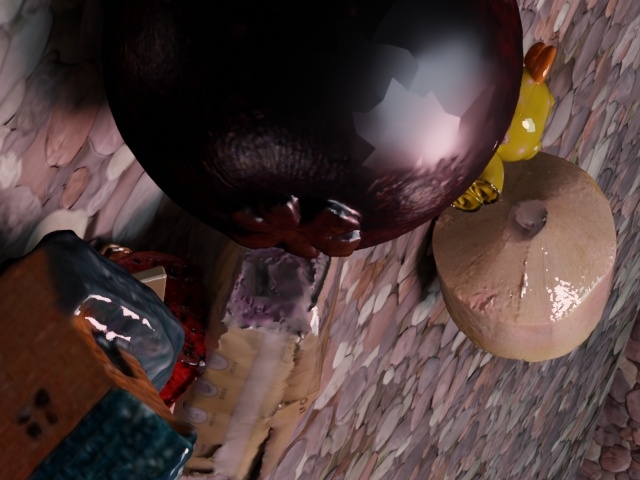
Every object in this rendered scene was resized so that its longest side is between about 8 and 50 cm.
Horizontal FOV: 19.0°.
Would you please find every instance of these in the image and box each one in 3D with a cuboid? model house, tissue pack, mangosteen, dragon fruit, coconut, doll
[{"bbox_3d":[-0.165,0.183,1.309,0.253,0.291,0.184,-45,139,5],"label":"model house"},{"bbox_3d":[-0.049,0.072,1.689,0.256,0.123,0.215,114,-8,-50],"label":"tissue pack"},{"bbox_3d":[-0.005,-0.160,1.371,0.307,0.307,0.347,76,16,-64],"label":"mangosteen"},{"bbox_3d":[-0.176,0.088,1.570,0.161,0.121,0.127,-50,-148,35],"label":"dragon fruit"},{"bbox_3d":[0.257,0.018,2.396,0.239,0.239,0.244,-55,160,-21],"label":"coconut"},{"bbox_3d":[0.195,-0.140,2.195,0.221,0.135,0.143,-59,-165,-27],"label":"doll"}]

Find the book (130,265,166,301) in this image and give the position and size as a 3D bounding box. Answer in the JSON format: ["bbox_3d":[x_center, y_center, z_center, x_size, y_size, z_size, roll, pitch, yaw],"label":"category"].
[{"bbox_3d":[-0.210,0.095,1.429,0.199,0.016,0.138,-16,138,-27],"label":"book"}]
